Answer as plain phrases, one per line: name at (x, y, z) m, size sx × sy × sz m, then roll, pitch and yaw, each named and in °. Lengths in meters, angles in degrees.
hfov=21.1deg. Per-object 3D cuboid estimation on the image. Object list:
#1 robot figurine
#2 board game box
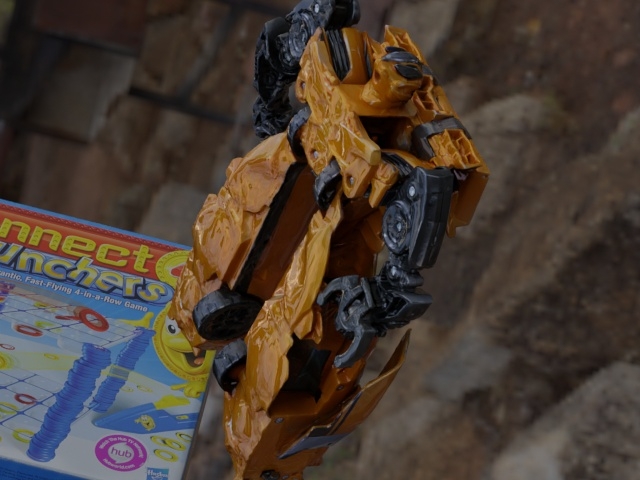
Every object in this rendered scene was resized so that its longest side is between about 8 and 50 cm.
robot figurine at (0.000, 0.000, 0.986) m, size 0.291 × 0.085 × 0.211 m, roll -60°, pitch 43°, yaw 41°
board game box at (-0.240, 0.097, 1.378) m, size 0.302 × 0.308 × 0.086 m, roll -79°, pitch 3°, yaw -54°
